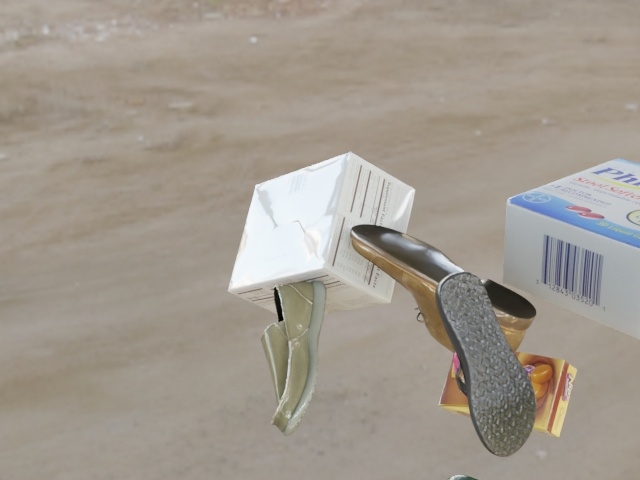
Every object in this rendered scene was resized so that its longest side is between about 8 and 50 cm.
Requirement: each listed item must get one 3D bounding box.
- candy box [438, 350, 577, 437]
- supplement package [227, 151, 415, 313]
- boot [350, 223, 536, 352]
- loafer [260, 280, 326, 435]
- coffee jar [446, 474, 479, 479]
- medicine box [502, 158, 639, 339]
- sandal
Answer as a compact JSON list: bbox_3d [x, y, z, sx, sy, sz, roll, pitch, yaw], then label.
[{"bbox_3d":[0.279,0.222,1.801,0.186,0.109,0.053,7,-17,39],"label":"candy box"},{"bbox_3d":[0.000,0.000,1.948,0.145,0.204,0.261,28,-26,-32],"label":"supplement package"},{"bbox_3d":[0.157,0.080,1.750,0.305,0.115,0.112,33,30,23],"label":"boot"},{"bbox_3d":[-0.049,0.167,1.755,0.087,0.094,0.251,12,53,-7],"label":"loafer"},{"bbox_3d":[0.174,0.419,1.644,0.079,0.096,0.184,-18,26,53],"label":"coffee jar"},{"bbox_3d":[0.468,0.002,1.820,0.289,0.149,0.263,-20,30,-37],"label":"medicine box"},{"bbox_3d":[0.155,0.117,1.144,0.067,0.179,0.040,-17,-6,-20],"label":"sandal"}]
